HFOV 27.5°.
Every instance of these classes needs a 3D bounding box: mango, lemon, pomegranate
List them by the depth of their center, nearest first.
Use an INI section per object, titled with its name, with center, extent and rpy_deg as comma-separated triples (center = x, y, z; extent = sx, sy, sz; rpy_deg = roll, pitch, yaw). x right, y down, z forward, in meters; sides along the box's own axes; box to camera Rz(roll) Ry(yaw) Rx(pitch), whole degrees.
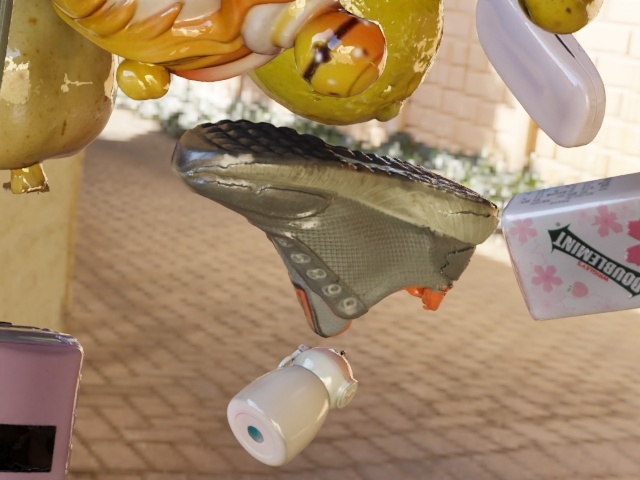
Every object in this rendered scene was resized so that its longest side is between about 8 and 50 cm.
[mango]
center = 0.223, -0.241, 1.168
extent = 0.076, 0.103, 0.161
rpy_deg = -4, 19, 34
[lemon]
center = 0.005, -0.248, 1.325
extent = 0.263, 0.236, 0.236
rpy_deg = 38, 12, -4
[pomegranate]
center = -0.407, -0.216, 1.735
extent = 0.319, 0.319, 0.319
rpy_deg = 5, 13, -1

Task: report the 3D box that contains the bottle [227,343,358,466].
[bottle]
center = -0.036, 0.276, 2.308
extent = 0.147, 0.147, 0.236
rpy_deg = 16, 41, 40

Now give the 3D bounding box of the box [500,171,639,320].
[box]
center = 0.456, 0.000, 1.844
extent = 0.370, 0.190, 0.112
rpy_deg = -11, 23, 32

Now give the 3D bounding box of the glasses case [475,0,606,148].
[glasses case]
center = 0.291, -0.244, 1.757
extent = 0.075, 0.113, 0.297
rpy_deg = -11, 49, -22

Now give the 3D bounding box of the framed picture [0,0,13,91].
[framed picture]
center = -0.299, -0.218, 0.851
extent = 0.018, 0.192, 0.265
rpy_deg = -6, -18, 34

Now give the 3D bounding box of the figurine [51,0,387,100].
[figurine]
center = -0.056, -0.228, 0.836
extent = 0.323, 0.320, 0.196
rpy_deg = -26, -1, 22

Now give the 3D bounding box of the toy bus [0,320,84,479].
[toy bus]
center = -0.332, 0.188, 1.348
extent = 0.142, 0.202, 0.142
rpy_deg = 8, 0, -37

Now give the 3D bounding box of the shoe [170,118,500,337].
[shoe]
center = 0.000, 0.000, 1.189
extent = 0.336, 0.171, 0.132
rpy_deg = 12, 14, -34
